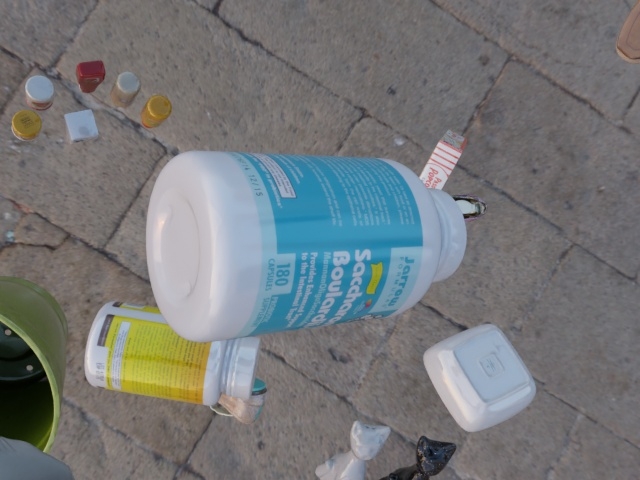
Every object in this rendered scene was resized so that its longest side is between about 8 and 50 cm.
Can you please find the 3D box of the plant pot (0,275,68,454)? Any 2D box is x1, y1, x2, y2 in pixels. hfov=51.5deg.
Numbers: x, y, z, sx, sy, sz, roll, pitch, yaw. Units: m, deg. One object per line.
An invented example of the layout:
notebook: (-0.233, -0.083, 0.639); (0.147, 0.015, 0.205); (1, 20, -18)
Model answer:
plant pot: (-0.620, 0.224, 1.201); (0.367, 0.353, 0.366); (-2, 102, -7)

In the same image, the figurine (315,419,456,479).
figurine: (0.121, 0.424, 1.250); (0.215, 0.092, 0.209); (17, 125, -11)

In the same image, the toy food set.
toy food set: (-0.362, -0.207, 1.034); (0.232, 0.104, 0.111); (-18, 92, -24)

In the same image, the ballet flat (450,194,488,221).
ballet flat: (0.243, -0.065, 1.382); (0.222, 0.079, 0.076); (-5, 84, -8)

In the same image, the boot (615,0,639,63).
boot: (0.213, -0.124, 0.382); (0.118, 0.087, 0.042); (-34, 76, 2)

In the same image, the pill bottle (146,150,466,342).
pill bottle: (0.000, 0.000, 0.564); (0.264, 0.146, 0.146); (-3, 89, -34)

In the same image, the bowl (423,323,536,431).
bowl: (0.237, 0.191, 0.962); (0.142, 0.053, 0.142); (-18, 66, -23)

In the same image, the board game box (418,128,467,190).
board game box: (0.206, -0.118, 1.194); (0.045, 0.193, 0.146); (29, 111, 6)

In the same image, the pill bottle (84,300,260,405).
pill bottle: (-0.193, 0.154, 0.890); (0.215, 0.117, 0.117); (10, 88, -1)

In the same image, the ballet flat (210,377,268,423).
ballet flat: (-0.249, 0.316, 1.478); (0.108, 0.316, 0.106); (-5, 111, -47)

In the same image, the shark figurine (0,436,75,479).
shark figurine: (-0.289, 0.194, 0.398); (0.278, 0.116, 0.166); (-29, 125, -31)
